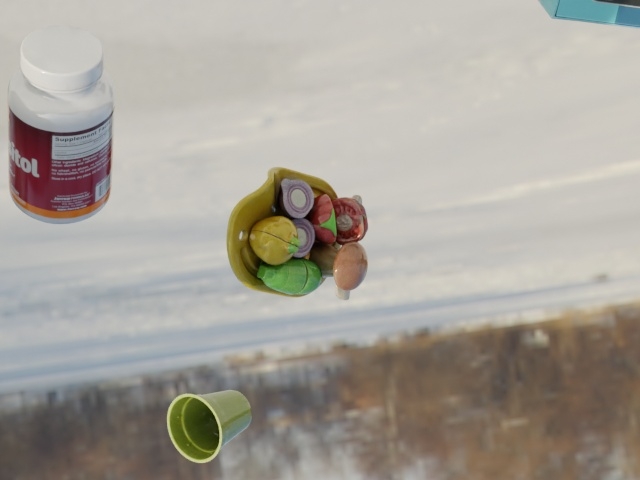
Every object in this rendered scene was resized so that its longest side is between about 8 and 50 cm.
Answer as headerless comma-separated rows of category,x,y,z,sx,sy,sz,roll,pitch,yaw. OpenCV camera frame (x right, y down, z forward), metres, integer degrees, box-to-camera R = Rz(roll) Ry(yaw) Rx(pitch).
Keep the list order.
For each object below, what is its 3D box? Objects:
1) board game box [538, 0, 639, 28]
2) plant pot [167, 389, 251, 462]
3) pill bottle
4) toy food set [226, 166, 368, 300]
board game box,0.393,-0.390,1.798,0.253,0.336,0.079,6,-154,-13
plant pot,-0.124,0.210,1.997,0.083,0.083,0.079,-12,-176,39
pill bottle,-0.208,-0.094,1.357,0.086,0.086,0.152,-7,135,-17
toy food set,0.000,0.000,1.717,0.071,0.128,0.218,13,-179,38
